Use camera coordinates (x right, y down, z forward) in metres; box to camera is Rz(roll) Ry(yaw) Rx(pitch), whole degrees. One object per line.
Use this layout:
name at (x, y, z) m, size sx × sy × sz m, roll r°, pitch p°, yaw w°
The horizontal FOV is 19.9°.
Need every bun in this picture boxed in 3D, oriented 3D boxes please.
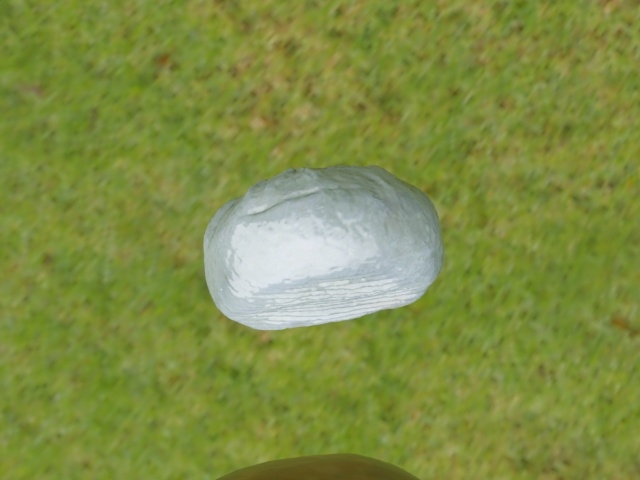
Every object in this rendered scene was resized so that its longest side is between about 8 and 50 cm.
bun at (0.000, 0.000, 0.562) m, size 0.083 × 0.083 × 0.045 m, roll -23°, pitch 73°, yaw 37°

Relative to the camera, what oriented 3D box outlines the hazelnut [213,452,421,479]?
hazelnut at (0.008, 0.185, 0.715) m, size 0.234 × 0.218 × 0.218 m, roll 16°, pitch 133°, yaw -19°
